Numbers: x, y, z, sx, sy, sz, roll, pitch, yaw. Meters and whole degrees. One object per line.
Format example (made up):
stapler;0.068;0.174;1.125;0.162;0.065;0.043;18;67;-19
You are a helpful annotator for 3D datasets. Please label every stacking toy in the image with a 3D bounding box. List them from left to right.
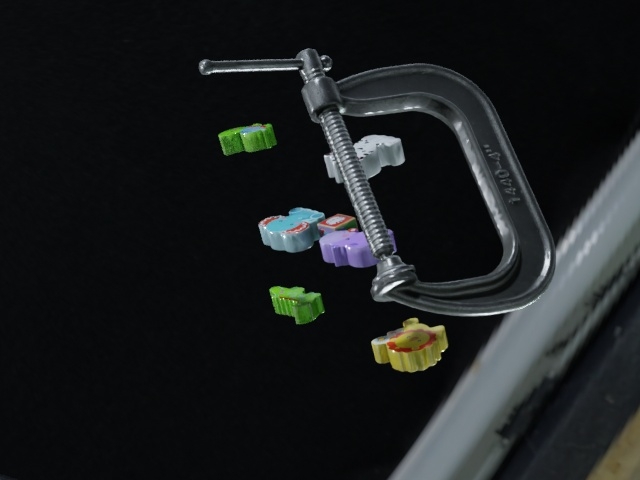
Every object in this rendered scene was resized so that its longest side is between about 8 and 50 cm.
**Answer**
stacking toy;0.000;0.000;1.035;0.052;0.221;0.167;-26;-67;-30

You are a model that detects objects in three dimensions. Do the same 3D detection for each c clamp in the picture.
c clamp;0.033;-0.028;0.630;0.137;0.022;0.160;-14;-116;-26

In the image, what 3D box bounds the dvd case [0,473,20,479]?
dvd case;-0.164;0.172;0.355;0.180;0.022;0.253;21;-109;-15
